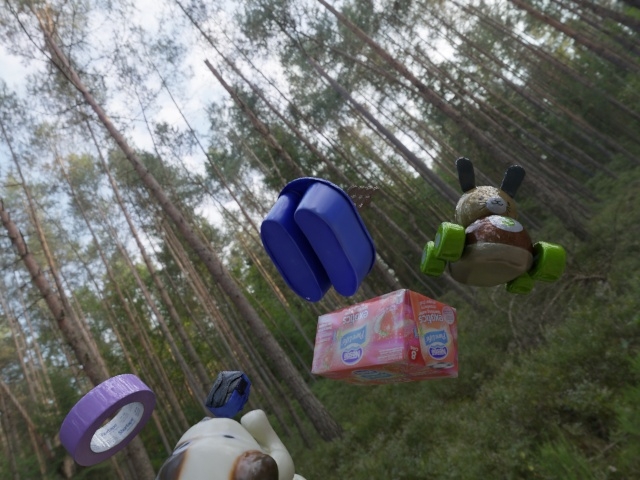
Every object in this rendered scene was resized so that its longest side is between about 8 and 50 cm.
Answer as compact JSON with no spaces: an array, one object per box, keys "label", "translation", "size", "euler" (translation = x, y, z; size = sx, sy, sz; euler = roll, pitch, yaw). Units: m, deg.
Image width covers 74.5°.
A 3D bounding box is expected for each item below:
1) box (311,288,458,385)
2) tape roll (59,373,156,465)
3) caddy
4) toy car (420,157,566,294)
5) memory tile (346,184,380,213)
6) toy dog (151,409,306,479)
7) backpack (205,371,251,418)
[{"label":"box","translation":[0.128,0.220,0.905],"size":[0.154,0.142,0.300],"euler":[24,-32,-28]},{"label":"tape roll","translation":[-0.671,0.569,1.345],"size":[0.275,0.090,0.275],"euler":[-46,-25,-29]},{"label":"caddy","translation":[0.000,0.000,1.124],"size":[0.241,0.341,0.179],"euler":[-14,26,33]},{"label":"toy car","translation":[0.243,-0.035,0.604],"size":[0.149,0.155,0.188],"euler":[92,-170,-70]},{"label":"memory tile","translation":[0.110,-0.125,1.293],"size":[0.148,0.012,0.113],"euler":[-3,-41,-48]},{"label":"toy dog","translation":[-0.184,0.518,0.794],"size":[0.285,0.395,0.408],"euler":[-5,-57,4]},{"label":"backpack","translation":[-0.260,0.451,1.208],"size":[0.098,0.101,0.120],"euler":[-14,28,29]}]
